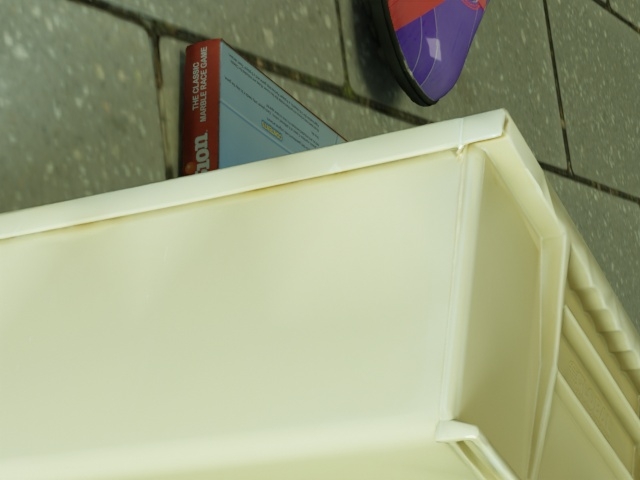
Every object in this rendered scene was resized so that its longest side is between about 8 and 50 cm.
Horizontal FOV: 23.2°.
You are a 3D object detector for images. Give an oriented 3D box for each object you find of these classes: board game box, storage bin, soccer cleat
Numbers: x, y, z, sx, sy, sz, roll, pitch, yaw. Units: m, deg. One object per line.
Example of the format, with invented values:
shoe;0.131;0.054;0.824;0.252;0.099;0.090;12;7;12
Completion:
board game box;0.000;0.000;0.951;0.281;0.027;0.145;34;49;-56
storage bin;-0.003;0.096;0.635;0.260;0.262;0.123;51;38;-45
soccer cleat;0.107;-0.236;1.163;0.109;0.116;0.318;54;34;-41
